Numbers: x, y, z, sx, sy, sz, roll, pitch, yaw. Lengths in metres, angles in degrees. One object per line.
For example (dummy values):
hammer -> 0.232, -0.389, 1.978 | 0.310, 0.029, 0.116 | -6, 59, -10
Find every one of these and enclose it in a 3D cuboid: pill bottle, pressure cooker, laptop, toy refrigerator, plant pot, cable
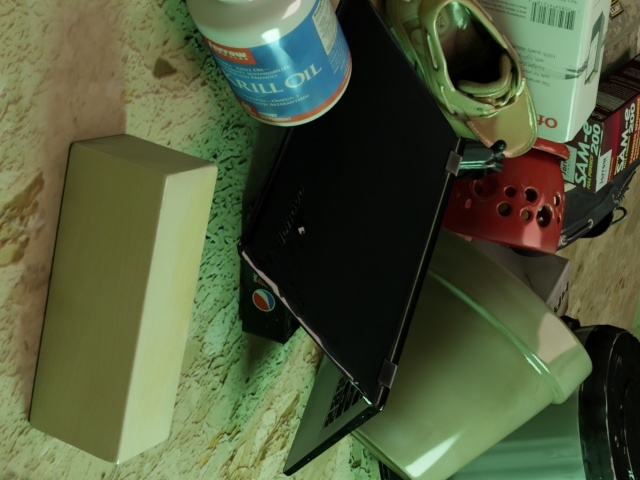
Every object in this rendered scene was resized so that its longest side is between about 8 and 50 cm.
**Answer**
pill bottle -> -0.053, -0.211, 1.225 | 0.124, 0.124, 0.221 | -63, 155, -18
pressure cooker -> 0.305, 0.330, 2.095 | 0.370, 0.420, 0.376 | 54, 37, -39
laptop -> 0.000, 0.000, 1.504 | 0.408, 0.236, 0.382 | -47, -162, 55
toy refrigerator -> -0.175, 0.050, 1.184 | 0.094, 0.102, 0.270 | -19, 124, -61
plant pot -> 0.162, 0.181, 1.826 | 0.280, 0.323, 0.323 | -50, 153, -8
cable -> 0.148, -0.104, 1.732 | 0.150, 0.184, 0.047 | 121, -36, -82
plant pot -> 0.276, -0.079, 1.974 | 0.191, 0.191, 0.174 | 16, 88, -67

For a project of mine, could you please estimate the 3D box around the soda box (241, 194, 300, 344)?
soda box -> -0.051, 0.030, 1.492 | 0.053, 0.060, 0.169 | -47, 147, -52

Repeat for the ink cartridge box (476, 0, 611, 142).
ink cartridge box -> 0.281, -0.294, 1.802 | 0.115, 0.198, 0.273 | -47, 148, -45

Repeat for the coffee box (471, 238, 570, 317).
coffee box -> 0.329, 0.139, 2.282 | 0.119, 0.168, 0.297 | -56, 152, -31

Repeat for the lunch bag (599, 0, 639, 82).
lunch bag -> 0.408, -0.317, 2.112 | 0.235, 0.169, 0.287 | -37, 133, -45

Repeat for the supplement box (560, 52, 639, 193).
supplement box -> 0.464, -0.187, 2.049 | 0.239, 0.073, 0.130 | -35, 137, -36

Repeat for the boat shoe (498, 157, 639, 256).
boat shoe -> 0.431, -0.086, 2.280 | 0.500, 0.186, 0.156 | -26, 113, -58

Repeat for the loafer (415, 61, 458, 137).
loafer -> 0.177, -0.170, 1.807 | 0.094, 0.087, 0.251 | -50, 149, -40

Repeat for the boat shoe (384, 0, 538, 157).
boat shoe -> 0.195, -0.203, 1.667 | 0.121, 0.110, 0.341 | -42, 133, 3
